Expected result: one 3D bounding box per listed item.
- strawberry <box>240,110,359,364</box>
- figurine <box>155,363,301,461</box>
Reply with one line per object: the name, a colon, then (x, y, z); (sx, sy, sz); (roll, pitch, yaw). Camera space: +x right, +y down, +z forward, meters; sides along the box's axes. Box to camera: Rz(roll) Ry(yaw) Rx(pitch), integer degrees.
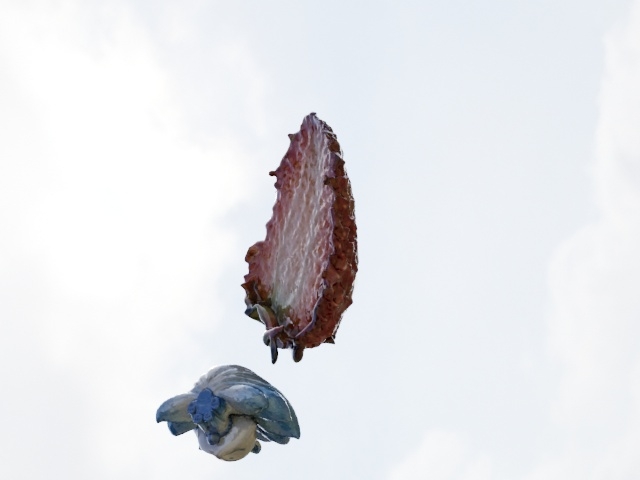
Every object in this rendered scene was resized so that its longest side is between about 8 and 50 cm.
strawberry: (0.004, 0.003, 1.211); (0.087, 0.167, 0.208); (14, -73, -26)
figurine: (-0.065, 0.143, 1.069); (0.114, 0.114, 0.079); (90, 179, -55)
